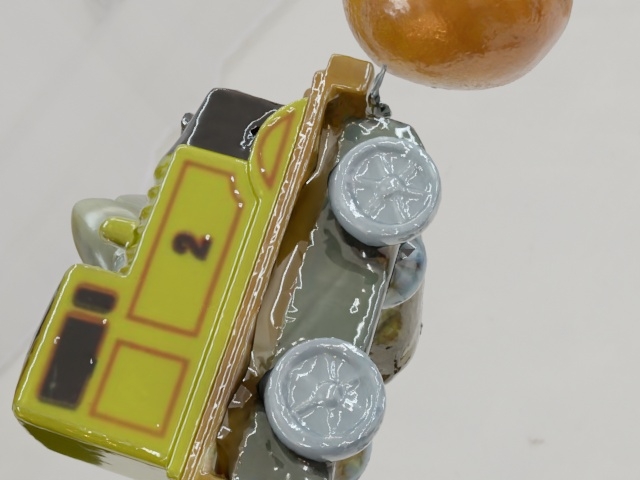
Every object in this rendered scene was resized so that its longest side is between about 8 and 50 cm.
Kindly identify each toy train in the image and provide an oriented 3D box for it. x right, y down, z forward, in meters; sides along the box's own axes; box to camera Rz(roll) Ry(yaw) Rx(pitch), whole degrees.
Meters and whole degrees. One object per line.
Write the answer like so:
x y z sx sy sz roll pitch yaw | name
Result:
-0.029 0.021 0.428 0.127 0.089 0.219 16 70 4 | toy train

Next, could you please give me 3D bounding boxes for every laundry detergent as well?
-0.178 0.015 1.221 0.091 0.181 0.253 -52 -2 6 | laundry detergent

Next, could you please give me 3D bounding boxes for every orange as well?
0.152 -0.283 1.294 0.261 0.261 0.261 -20 43 20 | orange

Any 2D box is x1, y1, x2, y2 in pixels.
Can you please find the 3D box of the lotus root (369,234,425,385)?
0.000 0.000 0.743 0.124 0.123 0.241 7 40 -15 | lotus root
